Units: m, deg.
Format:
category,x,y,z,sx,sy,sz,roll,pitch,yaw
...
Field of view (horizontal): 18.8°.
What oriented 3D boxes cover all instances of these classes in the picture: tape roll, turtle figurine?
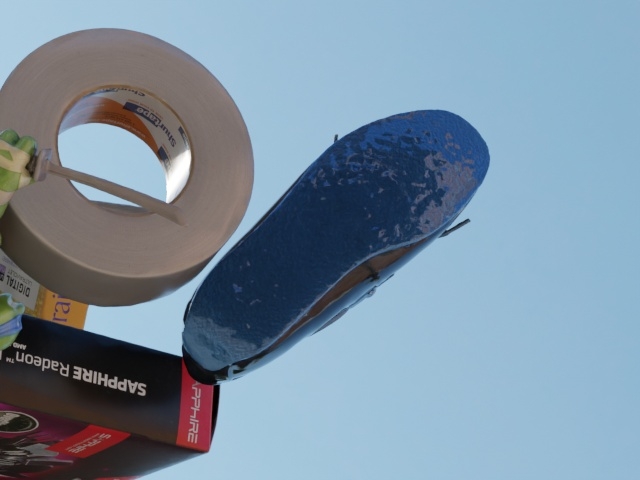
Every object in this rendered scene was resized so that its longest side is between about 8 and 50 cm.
category,x,y,z,sx,sy,sz,roll,pitch,yaw
tape roll,-0.167,-0.059,1.570,0.219,0.219,0.072,40,-31,-2
turtle figurine,-0.262,-0.067,1.535,0.275,0.198,0.266,-32,-84,15

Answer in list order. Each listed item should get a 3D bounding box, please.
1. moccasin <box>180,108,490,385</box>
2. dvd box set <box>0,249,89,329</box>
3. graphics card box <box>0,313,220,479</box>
category,x,y,z,sx,sy,sz,roll,pitch,yaw
moccasin,0.000,0.000,1.699,0.138,0.342,0.117,51,-25,12
dvd box set,-0.358,0.135,2.084,0.307,0.062,0.420,22,-79,56
graphics card box,-0.304,0.135,1.706,0.371,0.094,0.233,19,-27,-33
